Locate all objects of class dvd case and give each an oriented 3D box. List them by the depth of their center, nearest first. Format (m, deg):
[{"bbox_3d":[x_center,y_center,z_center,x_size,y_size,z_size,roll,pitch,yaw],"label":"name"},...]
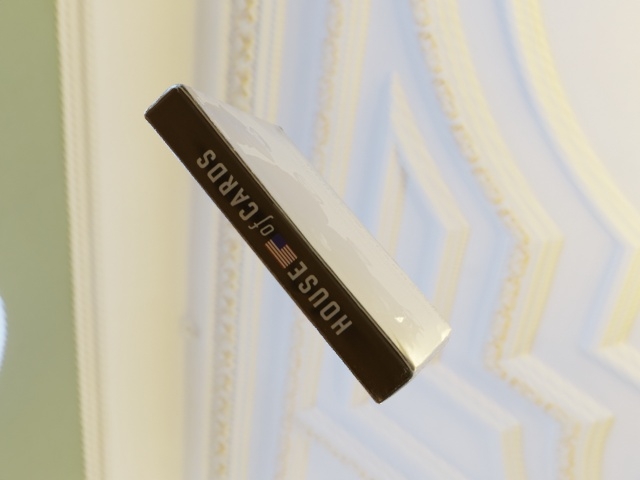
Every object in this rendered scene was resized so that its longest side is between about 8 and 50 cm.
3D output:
[{"bbox_3d":[0.000,0.000,0.716,0.179,0.029,0.239,50,7,6],"label":"dvd case"}]
